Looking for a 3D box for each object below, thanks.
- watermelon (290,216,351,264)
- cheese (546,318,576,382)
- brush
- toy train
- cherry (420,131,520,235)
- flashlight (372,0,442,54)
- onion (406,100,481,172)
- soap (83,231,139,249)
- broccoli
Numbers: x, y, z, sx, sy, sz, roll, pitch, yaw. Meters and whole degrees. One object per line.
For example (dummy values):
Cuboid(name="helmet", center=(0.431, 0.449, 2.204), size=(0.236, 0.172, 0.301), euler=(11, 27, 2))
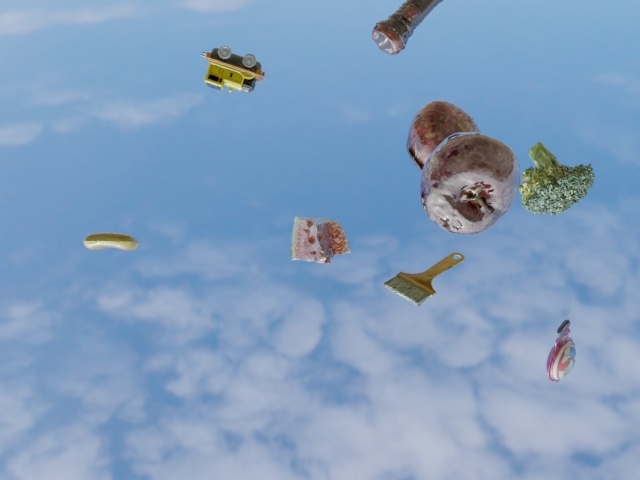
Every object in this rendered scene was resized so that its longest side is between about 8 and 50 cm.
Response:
Cuboid(name="watermelon", center=(-0.019, 0.000, 1.745), size=(0.121, 0.098, 0.158), euler=(-5, -170, 20))
Cuboid(name="cheese", center=(0.465, 0.215, 1.607), size=(0.038, 0.145, 0.095), euler=(23, -133, 37))
Cuboid(name="brush", center=(0.210, 0.062, 1.566), size=(0.083, 0.011, 0.205), euler=(29, -141, 31))
Cuboid(name="toy train", center=(-0.267, -0.513, 2.542), size=(0.219, 0.127, 0.089), euler=(18, 177, -2))
Cuboid(name="cherry", center=(0.273, -0.106, 1.521), size=(0.195, 0.195, 0.195), euler=(-3, -150, 1))
Cuboid(name="flashlight", center=(0.227, -0.557, 2.035), size=(0.232, 0.093, 0.093), euler=(-48, -135, -13))
Cuboid(name="onion", center=(0.355, -0.275, 2.384), size=(0.246, 0.190, 0.246), euler=(17, -125, -25))
Cuboid(name="soap", center=(-0.532, 0.002, 2.121), size=(0.140, 0.045, 0.089), euler=(1, 173, 13))
Cuboid(name="broccoli", center=(0.591, -0.165, 2.142), size=(0.194, 0.220, 0.194), euler=(23, -136, -24))
